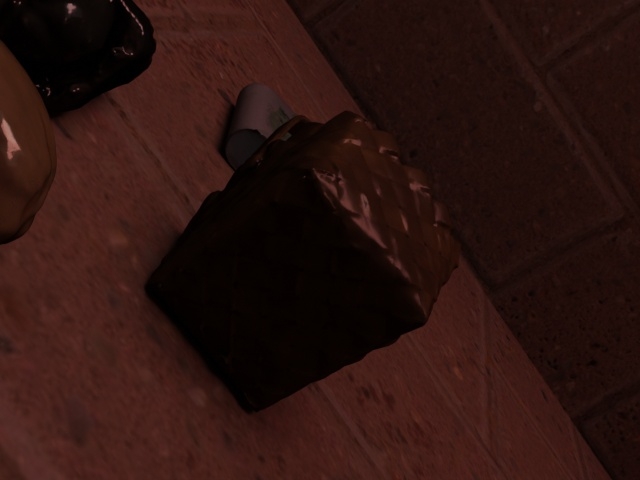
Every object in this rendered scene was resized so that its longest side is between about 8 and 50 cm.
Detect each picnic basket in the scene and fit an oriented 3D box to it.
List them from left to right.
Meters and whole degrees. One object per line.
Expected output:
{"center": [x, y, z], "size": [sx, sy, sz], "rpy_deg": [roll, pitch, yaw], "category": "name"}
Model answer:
{"center": [0.000, 0.000, 0.920], "size": [0.254, 0.291, 0.321], "rpy_deg": [54, 26, -11], "category": "picnic basket"}

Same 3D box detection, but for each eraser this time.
{"center": [-0.081, -0.158, 1.340], "size": [0.174, 0.081, 0.227], "rpy_deg": [49, 20, -23], "category": "eraser"}

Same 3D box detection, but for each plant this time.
{"center": [-0.269, -0.232, 0.868], "size": [0.164, 0.142, 0.256], "rpy_deg": [58, 6, 4], "category": "plant"}

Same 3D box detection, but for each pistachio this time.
{"center": [-0.282, -0.092, 0.619], "size": [0.226, 0.136, 0.136], "rpy_deg": [57, 16, 20], "category": "pistachio"}
